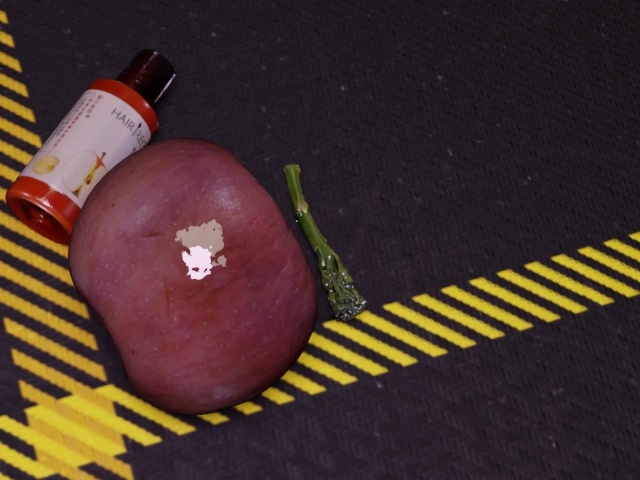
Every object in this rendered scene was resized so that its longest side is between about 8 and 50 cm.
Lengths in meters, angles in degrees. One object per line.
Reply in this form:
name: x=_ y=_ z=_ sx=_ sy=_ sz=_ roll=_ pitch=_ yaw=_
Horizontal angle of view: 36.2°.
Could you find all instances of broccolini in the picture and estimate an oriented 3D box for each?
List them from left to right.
broccolini: x=0.000 y=0.000 z=1.278 sx=0.054 sy=0.051 sz=0.239 roll=-18 pitch=62 yaw=-10

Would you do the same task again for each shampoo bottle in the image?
shampoo bottle: x=-0.280 y=-0.132 z=1.255 sx=0.104 sy=0.104 sz=0.278 roll=28 pitch=64 yaw=4

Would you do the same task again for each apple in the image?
apple: x=-0.147 y=0.041 z=1.105 sx=0.235 sy=0.305 sz=0.305 roll=-30 pitch=73 yaw=-11
